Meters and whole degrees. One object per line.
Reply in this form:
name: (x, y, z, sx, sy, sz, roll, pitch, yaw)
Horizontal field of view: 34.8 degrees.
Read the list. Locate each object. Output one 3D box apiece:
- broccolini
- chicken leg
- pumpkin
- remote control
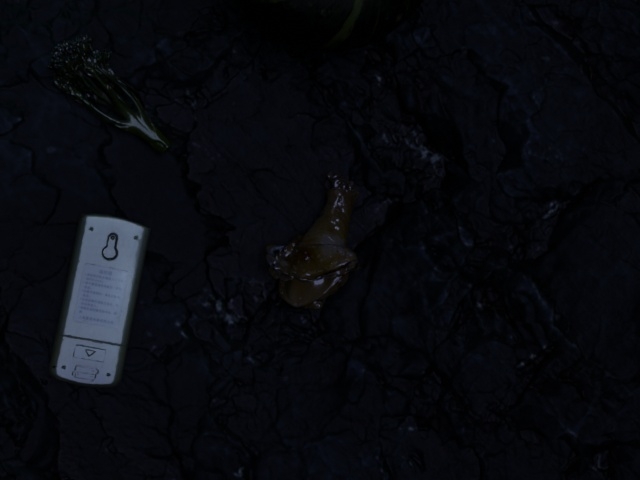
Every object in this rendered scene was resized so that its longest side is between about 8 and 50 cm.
broccolini: (-0.288, -0.195, 1.402, 0.091, 0.068, 0.202, -42, 113, 1)
chicken leg: (0.006, 0.005, 1.446, 0.125, 0.080, 0.196, 39, 79, 3)
pumpkin: (0.018, -0.414, 1.353, 0.323, 0.241, 0.323, -18, 126, -27)
remote control: (-0.299, 0.081, 1.385, 0.098, 0.038, 0.233, 11, 84, -14)
